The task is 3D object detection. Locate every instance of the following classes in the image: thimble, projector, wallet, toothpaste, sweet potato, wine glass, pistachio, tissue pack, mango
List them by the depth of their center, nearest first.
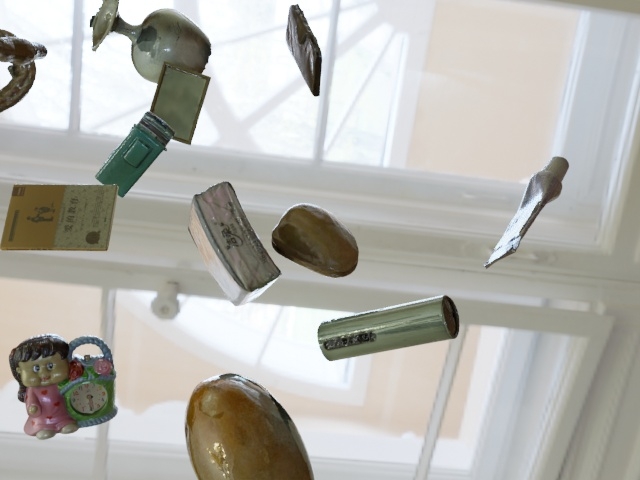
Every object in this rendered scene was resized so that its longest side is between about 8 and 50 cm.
[{"bbox_3d":[-0.121,0.414,1.374,0.384,0.199,0.221,66,-172,26],"label":"mango"},{"bbox_3d":[0.412,-0.062,1.481,0.282,0.068,0.099,-53,-27,-27],"label":"toothpaste"},{"bbox_3d":[-0.666,-0.418,1.675,0.274,0.067,0.067,-62,-20,-76],"label":"sweet potato"},{"bbox_3d":[0.159,0.213,1.820,0.108,0.337,0.108,39,-136,-50],"label":"projector"},{"bbox_3d":[-0.805,-0.404,1.837,0.229,0.196,0.148,-58,23,-3],"label":"thimble"},{"bbox_3d":[-0.245,0.025,2.051,0.288,0.124,0.394,58,165,4],"label":"tissue pack"},{"bbox_3d":[0.000,0.000,2.106,0.213,0.260,0.163,-46,-18,-32],"label":"pistachio"},{"bbox_3d":[-0.491,-0.581,2.207,0.238,0.323,0.238,-25,58,47],"label":"wine glass"},{"bbox_3d":[-0.054,-0.594,2.343,0.165,0.042,0.309,96,159,-47],"label":"wallet"}]

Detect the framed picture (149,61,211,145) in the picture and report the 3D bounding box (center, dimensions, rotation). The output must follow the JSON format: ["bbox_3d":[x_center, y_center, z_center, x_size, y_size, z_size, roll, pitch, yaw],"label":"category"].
[{"bbox_3d":[-0.396,-0.379,2.099,0.010,0.136,0.201,-176,102,-79],"label":"framed picture"}]

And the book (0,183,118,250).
[{"bbox_3d":[-0.416,-0.037,1.209,0.012,0.172,0.118,86,-175,-63],"label":"book"}]

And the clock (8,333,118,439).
[{"bbox_3d":[-0.503,0.274,1.497,0.100,0.194,0.195,-147,48,-64],"label":"clock"}]

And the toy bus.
[{"bbox_3d":[-0.366,-0.168,1.495,0.160,0.079,0.092,-43,18,24],"label":"toy bus"}]
